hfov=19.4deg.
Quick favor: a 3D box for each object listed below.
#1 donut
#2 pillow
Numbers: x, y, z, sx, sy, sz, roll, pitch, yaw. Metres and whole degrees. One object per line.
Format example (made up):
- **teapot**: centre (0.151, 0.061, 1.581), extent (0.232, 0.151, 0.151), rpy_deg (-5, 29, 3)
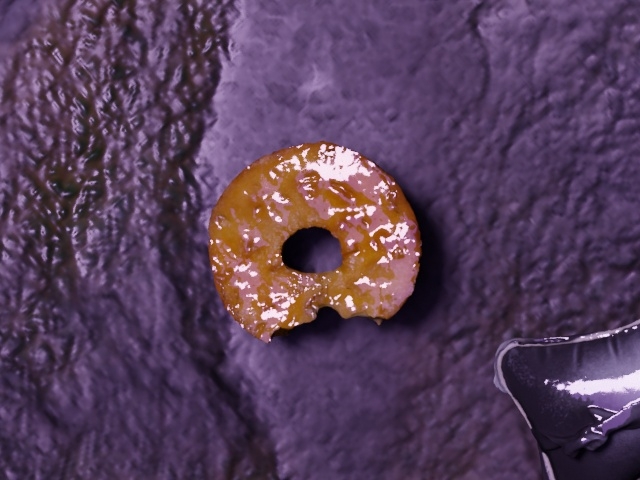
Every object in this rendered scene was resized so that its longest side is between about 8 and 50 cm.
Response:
- **donut**: centre (0.000, 0.000, 0.930), extent (0.108, 0.043, 0.097), rpy_deg (-4, 90, 13)
- **pillow**: centre (0.158, 0.071, 0.892), extent (0.136, 0.055, 0.091), rpy_deg (-24, 67, 9)
